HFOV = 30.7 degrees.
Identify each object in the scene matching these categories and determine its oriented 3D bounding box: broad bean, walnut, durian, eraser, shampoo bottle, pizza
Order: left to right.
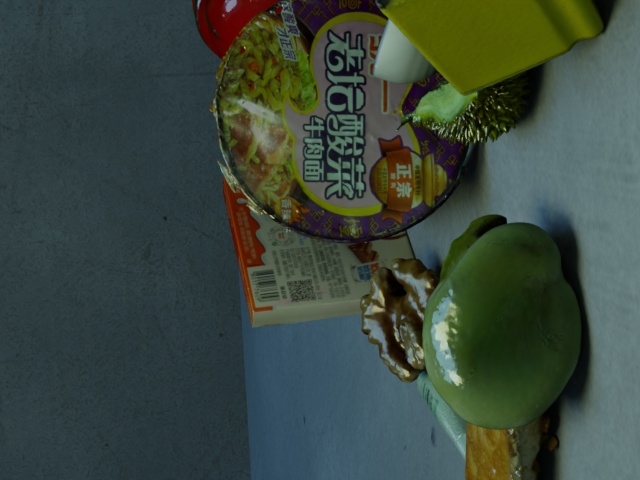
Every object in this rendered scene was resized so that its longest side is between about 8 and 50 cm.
[{"bbox_3d":[0.128,0.111,1.640,0.143,0.069,0.170,-32,64,34],"label":"walnut"},{"bbox_3d":[0.180,0.237,1.588,0.191,0.041,0.069,-119,33,-60],"label":"shampoo bottle"},{"bbox_3d":[0.181,-0.163,1.327,0.095,0.137,0.220,55,164,-12],"label":"durian"},{"bbox_3d":[0.157,-0.223,1.067,0.226,0.158,0.069,29,-139,-60],"label":"eraser"},{"bbox_3d":[0.189,0.084,1.235,0.100,0.169,0.228,47,-146,-72],"label":"broad bean"},{"bbox_3d":[0.218,0.232,1.360,0.182,0.074,0.365,-121,30,-66],"label":"pizza"}]

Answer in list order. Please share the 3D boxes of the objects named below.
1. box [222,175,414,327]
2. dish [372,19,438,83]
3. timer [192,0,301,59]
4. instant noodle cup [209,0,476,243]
[{"bbox_3d":[0.000,0.000,1.781,0.048,0.265,0.273,98,162,-49],"label":"box"},{"bbox_3d":[0.169,-0.278,1.261,0.273,0.134,0.273,25,-90,-87],"label":"dish"},{"bbox_3d":[-0.056,-0.448,1.825,0.378,0.279,0.378,178,90,-77],"label":"timer"},{"bbox_3d":[0.023,-0.142,1.563,0.266,0.340,0.340,117,147,-81],"label":"instant noodle cup"}]
